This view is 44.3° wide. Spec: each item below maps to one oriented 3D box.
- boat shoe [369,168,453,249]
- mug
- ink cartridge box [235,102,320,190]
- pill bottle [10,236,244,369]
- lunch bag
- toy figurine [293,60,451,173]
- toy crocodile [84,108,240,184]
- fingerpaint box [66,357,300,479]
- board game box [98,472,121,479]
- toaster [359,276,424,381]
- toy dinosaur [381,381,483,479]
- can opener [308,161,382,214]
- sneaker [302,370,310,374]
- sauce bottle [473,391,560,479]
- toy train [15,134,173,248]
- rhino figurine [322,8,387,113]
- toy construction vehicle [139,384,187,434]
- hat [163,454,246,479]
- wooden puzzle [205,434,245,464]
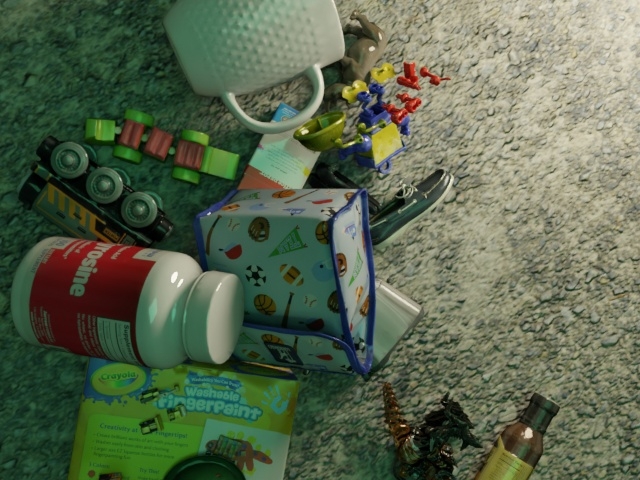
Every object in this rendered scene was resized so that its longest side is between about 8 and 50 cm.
[{"bbox_3d":[0.199,-0.087,1.834,0.254,0.095,0.079,-41,108,1],"label":"boat shoe"},{"bbox_3d":[-0.134,-0.409,1.675,0.328,0.276,0.374,-25,90,-5],"label":"mug"},{"bbox_3d":[-0.089,-0.177,1.784,0.134,0.078,0.231,28,85,-9],"label":"ink cartridge box"},{"bbox_3d":[-0.368,0.125,1.533,0.407,0.229,0.229,7,89,16],"label":"pill bottle"},{"bbox_3d":[-0.062,0.102,1.644,0.328,0.239,0.385,3,114,24],"label":"lunch bag"},{"bbox_3d":[0.129,-0.221,1.757,0.362,0.191,0.217,-38,134,-28],"label":"toy figurine"},{"bbox_3d":[-0.345,-0.205,1.723,0.340,0.105,0.115,18,87,-11],"label":"toy crocodile"},{"bbox_3d":[-0.300,0.438,1.702,0.445,0.163,0.371,9,89,-11],"label":"fingerpaint box"},{"bbox_3d":[-0.410,0.558,1.529,0.048,0.141,0.170,-3,91,-11],"label":"board game box"},{"bbox_3d":[0.117,0.193,1.800,0.146,0.129,0.227,40,85,-4],"label":"toaster"},{"bbox_3d":[0.248,0.472,1.819,0.218,0.164,0.322,-33,118,7],"label":"toy dinosaur"},{"bbox_3d":[0.062,-0.119,1.808,0.186,0.059,0.073,31,127,11],"label":"can opener"},{"bbox_3d":[-0.035,0.257,1.819,0.044,0.040,0.109,4,85,6],"label":"sneaker"},{"bbox_3d":[0.456,0.526,1.871,0.111,0.111,0.344,35,83,-9],"label":"sauce bottle"},{"bbox_3d":[-0.486,-0.075,1.687,0.334,0.142,0.190,36,93,-8],"label":"toy train"},{"bbox_3d":[0.071,-0.401,1.818,0.106,0.073,0.243,25,87,-7],"label":"rhino figurine"},{"bbox_3d":[-0.325,0.344,1.594,0.098,0.035,0.086,-15,93,-10],"label":"toy construction vehicle"},{"bbox_3d":[-0.240,0.533,1.534,0.208,0.183,0.173,-10,95,-8],"label":"hat"},{"bbox_3d":[-0.195,0.436,1.634,0.083,0.006,0.049,23,87,-11],"label":"wooden puzzle"}]
